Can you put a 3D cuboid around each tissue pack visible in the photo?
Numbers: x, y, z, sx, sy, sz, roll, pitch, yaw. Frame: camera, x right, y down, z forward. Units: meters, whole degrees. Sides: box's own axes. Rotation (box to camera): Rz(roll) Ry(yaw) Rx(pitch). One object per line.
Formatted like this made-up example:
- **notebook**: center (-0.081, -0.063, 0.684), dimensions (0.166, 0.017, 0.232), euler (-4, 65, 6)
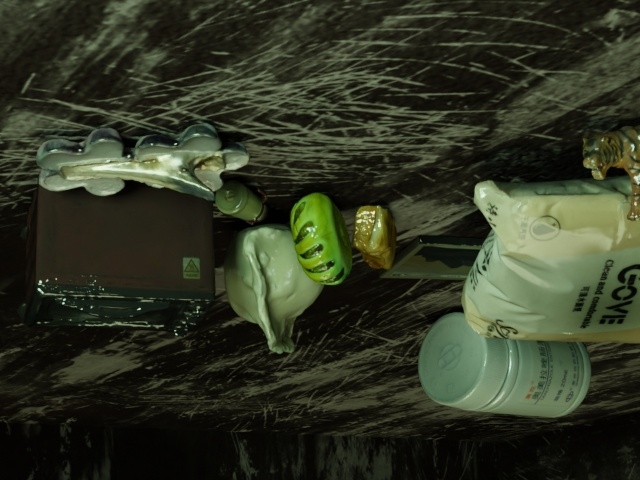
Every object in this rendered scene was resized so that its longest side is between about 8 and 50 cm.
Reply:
- **tissue pack**: center (0.390, 0.011, 1.737), dimensions (0.390, 0.195, 0.375), euler (-2, 150, -3)

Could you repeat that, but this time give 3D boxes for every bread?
- **bread**: center (0.000, 0.000, 1.726), dimensions (0.071, 0.130, 0.139), euler (-17, 179, 11)
- **bread**: center (0.083, -0.004, 1.808), dimensions (0.053, 0.074, 0.132), euler (5, 163, 13)

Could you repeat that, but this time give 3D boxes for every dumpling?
- **dumpling**: center (-0.067, 0.071, 1.815), dimensions (0.147, 0.193, 0.258), euler (-2, 161, 12)

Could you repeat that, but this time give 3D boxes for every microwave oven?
- **microwave oven**: center (-0.272, 0.030, 1.659), dimensions (0.247, 0.188, 0.178), euler (2, 163, -18)

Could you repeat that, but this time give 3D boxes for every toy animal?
- **toy animal**: center (0.452, -0.121, 1.489), dimensions (0.255, 0.114, 0.116), euler (-18, 115, 29)

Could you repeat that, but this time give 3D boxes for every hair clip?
- **hair clip**: center (-0.215, -0.088, 1.497), dimensions (0.257, 0.075, 0.146), euler (3, 161, 1)

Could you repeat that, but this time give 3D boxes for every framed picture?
- **framed picture**: center (0.251, 0.031, 2.047), dimensions (0.265, 0.018, 0.192), euler (2, 161, -16)

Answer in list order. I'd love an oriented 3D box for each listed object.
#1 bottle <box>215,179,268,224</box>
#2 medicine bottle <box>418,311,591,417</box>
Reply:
- **bottle**: center (-0.104, -0.049, 1.679), dimensions (0.063, 0.047, 0.101), euler (2, 170, 21)
- **medicine bottle**: center (0.369, 0.253, 2.491), dimensions (0.332, 0.190, 0.190), euler (11, 158, -39)
